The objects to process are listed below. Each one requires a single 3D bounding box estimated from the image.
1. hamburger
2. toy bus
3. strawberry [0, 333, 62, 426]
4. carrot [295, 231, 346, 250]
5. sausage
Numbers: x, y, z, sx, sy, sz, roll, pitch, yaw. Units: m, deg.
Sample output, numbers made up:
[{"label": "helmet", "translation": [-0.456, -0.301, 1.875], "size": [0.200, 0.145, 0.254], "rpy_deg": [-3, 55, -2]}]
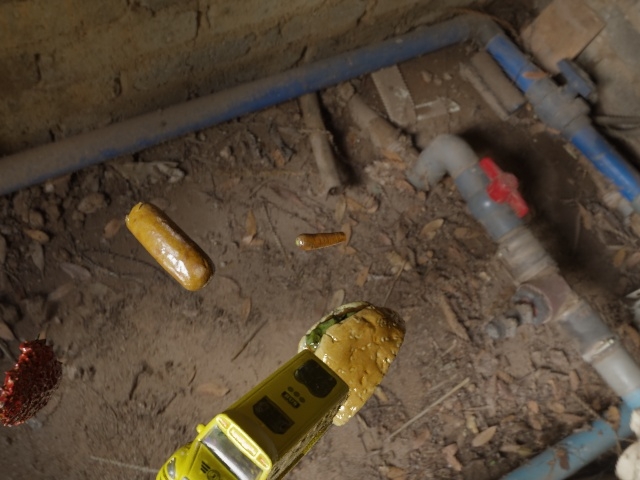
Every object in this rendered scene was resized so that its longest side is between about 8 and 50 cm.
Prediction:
[{"label": "hamburger", "translation": [0.057, 0.281, 1.625], "size": [0.209, 0.162, 0.329], "rpy_deg": [36, 74, -15]}, {"label": "toy bus", "translation": [-0.093, 0.309, 1.010], "size": [0.144, 0.152, 0.330], "rpy_deg": [41, 33, 14]}, {"label": "strawberry", "translation": [-0.576, 0.303, 1.293], "size": [0.087, 0.167, 0.208], "rpy_deg": [3, 30, -10]}, {"label": "carrot", "translation": [0.000, 0.000, 1.121], "size": [0.093, 0.032, 0.032], "rpy_deg": [-7, 68, -28]}, {"label": "sausage", "translation": [-0.364, 0.013, 1.559], "size": [0.270, 0.109, 0.109], "rpy_deg": [42, 62, 17]}]
